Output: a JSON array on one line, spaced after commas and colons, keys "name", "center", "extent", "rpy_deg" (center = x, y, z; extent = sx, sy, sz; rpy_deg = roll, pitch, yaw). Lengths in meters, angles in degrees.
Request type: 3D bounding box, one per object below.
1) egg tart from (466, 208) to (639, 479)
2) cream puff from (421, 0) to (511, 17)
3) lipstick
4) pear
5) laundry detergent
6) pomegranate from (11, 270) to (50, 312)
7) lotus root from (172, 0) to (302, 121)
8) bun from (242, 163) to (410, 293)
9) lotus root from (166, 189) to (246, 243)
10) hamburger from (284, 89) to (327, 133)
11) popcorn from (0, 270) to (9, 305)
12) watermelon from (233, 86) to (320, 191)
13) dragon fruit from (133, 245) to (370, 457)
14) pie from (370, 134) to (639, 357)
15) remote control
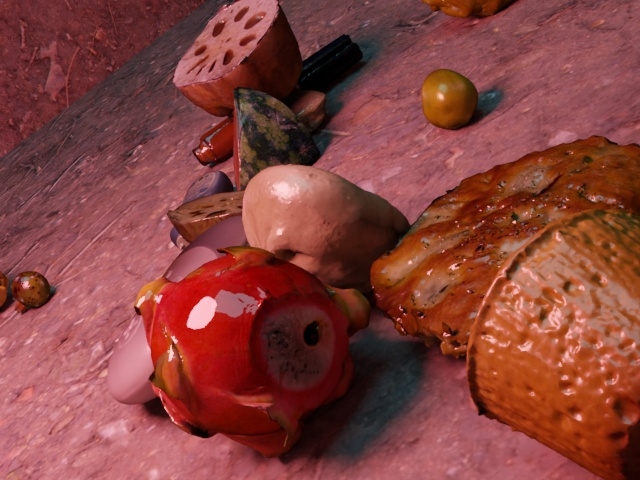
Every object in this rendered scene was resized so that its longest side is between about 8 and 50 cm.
[{"name": "egg tart", "center": [0.223, 0.093, 0.616], "extent": [0.203, 0.202, 0.147], "rpy_deg": [-35, 37, -7]}, {"name": "cream puff", "center": [0.292, -0.527, 1.664], "extent": [0.221, 0.194, 0.194], "rpy_deg": [-13, 26, -1]}, {"name": "lipstick", "center": [-0.090, -0.294, 1.765], "extent": [0.418, 0.077, 0.077], "rpy_deg": [-37, 26, -9]}, {"name": "pear", "center": [0.200, -0.221, 1.299], "extent": [0.092, 0.096, 0.092], "rpy_deg": [-18, -4, -1]}, {"name": "laundry detergent", "center": [-0.213, -0.045, 1.475], "extent": [0.097, 0.061, 0.206], "rpy_deg": [-20, 28, 19]}, {"name": "pomegranate", "center": [-0.558, 0.096, 1.594], "extent": [0.085, 0.073, 0.073], "rpy_deg": [-28, 26, 8]}, {"name": "lotus root", "center": [-0.144, -0.334, 1.630], "extent": [0.272, 0.192, 0.272], "rpy_deg": [-21, 40, 19]}, {"name": "bun", "center": [0.000, 0.000, 1.020], "extent": [0.231, 0.231, 0.133], "rpy_deg": [6, 71, 52]}, {"name": "lotus root", "center": [-0.140, -0.029, 1.331], "extent": [0.204, 0.077, 0.183], "rpy_deg": [-8, 15, 15]}, {"name": "hamburger", "center": [-0.049, -0.238, 1.638], "extent": [0.140, 0.062, 0.133], "rpy_deg": [-37, 29, -13]}, {"name": "popcorn", "center": [-0.711, 0.104, 1.681], "extent": [0.140, 0.163, 0.194], "rpy_deg": [-144, 78, -82]}, {"name": "watermelon", "center": [-0.134, -0.165, 1.505], "extent": [0.202, 0.207, 0.136], "rpy_deg": [-33, -6, 37]}, {"name": "dragon fruit", "center": [-0.078, 0.113, 0.890], "extent": [0.224, 0.224, 0.227], "rpy_deg": [-44, 26, -24]}, {"name": "pie", "center": [0.207, 0.008, 0.868], "extent": [0.288, 0.102, 0.355], "rpy_deg": [2, 37, 50]}, {"name": "remote control", "center": [-0.176, 0.086, 1.122], "extent": [0.221, 0.103, 0.332], "rpy_deg": [-38, 14, 34]}]
